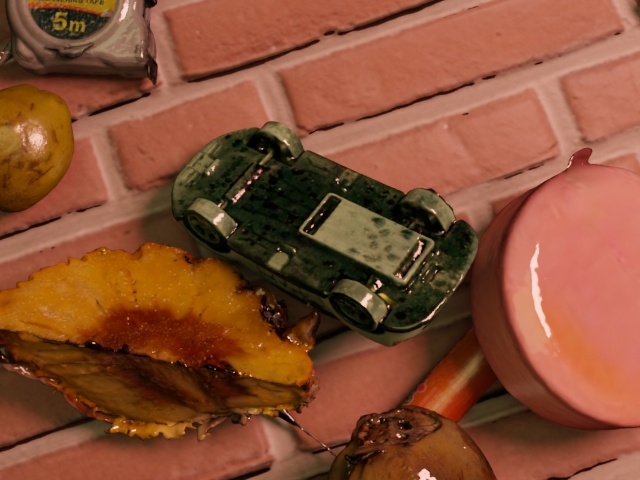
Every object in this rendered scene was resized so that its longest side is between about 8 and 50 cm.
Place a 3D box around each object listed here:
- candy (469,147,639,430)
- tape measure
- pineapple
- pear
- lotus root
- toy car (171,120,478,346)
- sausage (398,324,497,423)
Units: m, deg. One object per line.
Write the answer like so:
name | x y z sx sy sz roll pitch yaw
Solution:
candy | 0.258 0.046 0.874 0.255 0.094 0.255 5 75 -17
tape measure | -0.331 -0.241 0.979 0.330 0.084 0.164 5 79 2
pineapple | -0.142 0.098 0.909 0.335 0.158 0.161 4 42 -1
pear | -0.306 -0.094 0.946 0.107 0.107 0.131 29 79 6
lotus root | 0.102 0.284 0.821 0.160 0.152 0.274 -22 108 -23
toy car | 0.000 0.000 0.906 0.306 0.125 0.136 25 62 27
sausage | 0.097 0.178 0.910 0.053 0.053 0.348 42 85 8
